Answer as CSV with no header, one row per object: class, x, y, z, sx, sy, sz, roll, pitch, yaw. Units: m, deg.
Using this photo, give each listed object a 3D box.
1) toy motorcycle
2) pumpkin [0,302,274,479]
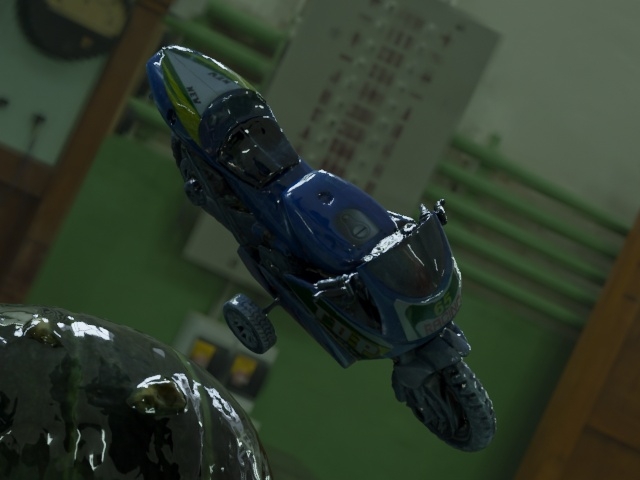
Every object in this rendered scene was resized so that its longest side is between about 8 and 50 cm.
toy motorcycle,0.000,0.000,0.814,0.254,0.092,0.135,43,-25,24
pumpkin,-0.186,0.170,0.962,0.323,0.241,0.323,-3,-26,-1
